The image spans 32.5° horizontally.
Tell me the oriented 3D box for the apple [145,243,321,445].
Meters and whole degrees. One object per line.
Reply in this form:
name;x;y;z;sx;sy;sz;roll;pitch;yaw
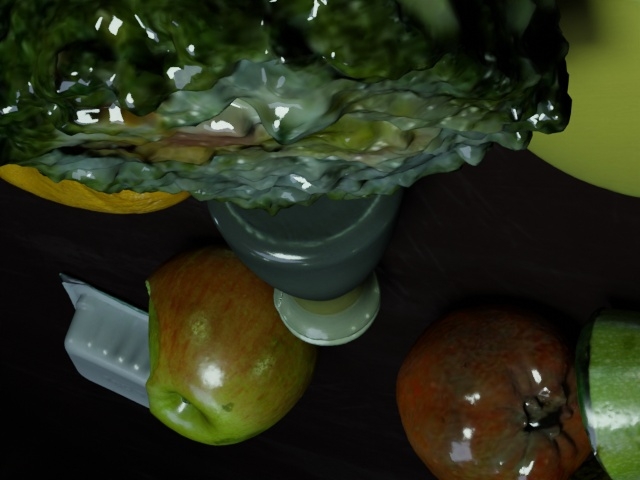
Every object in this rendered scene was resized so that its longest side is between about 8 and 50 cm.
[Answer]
apple;-0.126;0.132;1.373;0.246;0.226;0.246;23;153;12

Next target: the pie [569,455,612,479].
pie;0.333;0.253;1.081;0.323;0.323;0.070;-27;87;62

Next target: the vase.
vase;0.000;0.000;1.071;0.173;0.173;0.321;22;161;14

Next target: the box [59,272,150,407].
box;-0.297;0.207;1.851;0.337;0.106;0.264;22;155;11

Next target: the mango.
mango;-0.232;-0.101;1.156;0.295;0.120;0.177;5;155;44

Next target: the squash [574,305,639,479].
squash;0.318;0.145;1.019;0.123;0.170;0.170;-4;143;30

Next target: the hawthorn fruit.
hawthorn fruit;0.177;0.171;1.182;0.211;0.210;0.262;33;172;-11

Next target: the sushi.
sushi;-0.021;-0.128;0.649;0.294;0.178;0.352;-12;169;42

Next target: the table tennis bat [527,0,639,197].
table tennis bat;0.254;-0.101;0.727;0.369;0.054;0.224;7;147;47
